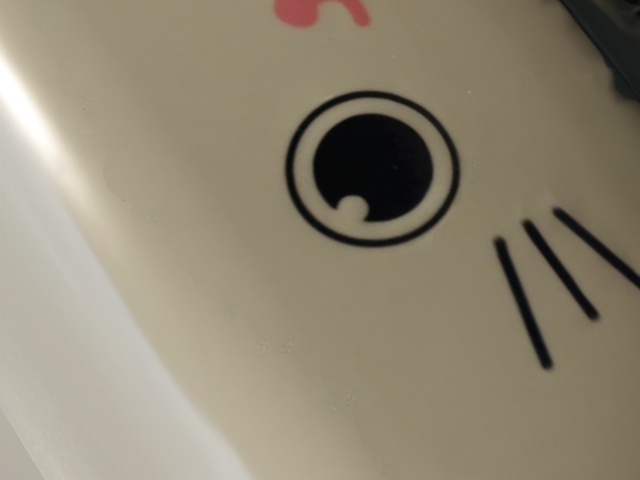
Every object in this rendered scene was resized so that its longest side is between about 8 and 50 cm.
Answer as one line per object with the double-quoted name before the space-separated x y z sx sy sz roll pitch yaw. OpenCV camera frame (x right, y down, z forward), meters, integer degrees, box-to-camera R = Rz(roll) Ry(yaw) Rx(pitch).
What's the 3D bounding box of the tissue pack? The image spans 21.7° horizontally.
"tissue pack" 0.000 0.000 0.442 0.236 0.229 0.333 -19 -117 -35
